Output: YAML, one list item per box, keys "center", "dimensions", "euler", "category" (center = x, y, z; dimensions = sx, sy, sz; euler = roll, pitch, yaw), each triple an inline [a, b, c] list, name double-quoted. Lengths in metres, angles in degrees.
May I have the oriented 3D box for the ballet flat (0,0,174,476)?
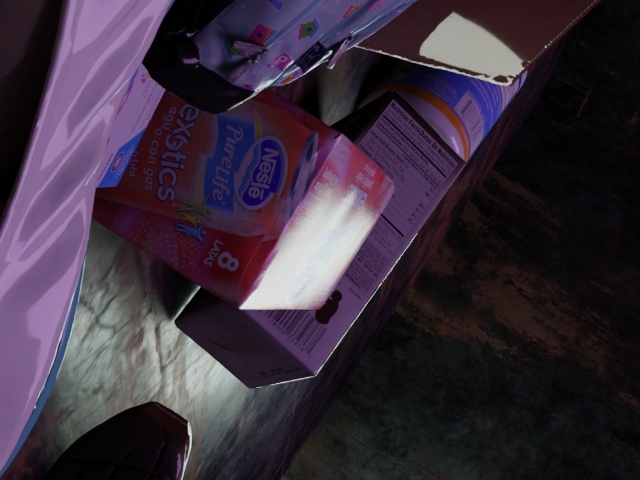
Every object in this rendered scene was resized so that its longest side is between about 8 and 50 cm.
- center: [-0.163, -0.053, 0.514]
  dimensions: [0.400, 0.139, 0.139]
  euler: [-65, 168, 10]
  category: "ballet flat"

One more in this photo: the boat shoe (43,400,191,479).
- center: [-0.219, 0.275, 1.126]
  dimensions: [0.324, 0.122, 0.120]
  euler: [-56, 177, 29]
  category: "boat shoe"

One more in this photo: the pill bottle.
- center: [0.172, -0.206, 1.441]
  dimensions: [0.272, 0.152, 0.152]
  euler: [-53, 167, -32]
  category: "pill bottle"

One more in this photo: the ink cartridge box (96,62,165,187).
- center: [-0.146, -0.077, 0.650]
  dimensions: [0.088, 0.052, 0.122]
  euler: [-61, 167, 12]
  category: "ink cartridge box"

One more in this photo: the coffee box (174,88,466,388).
- center: [0.000, 0.000, 1.176]
  dimensions: [0.297, 0.119, 0.168]
  euler: [-53, -166, -26]
  category: "coffee box"

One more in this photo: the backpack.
- center: [-0.012, -0.164, 0.586]
  dimensions: [0.182, 0.152, 0.115]
  euler: [-32, 146, 26]
  category: "backpack"

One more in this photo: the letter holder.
- center: [0.162, -0.303, 1.102]
  dimensions: [0.302, 0.214, 0.152]
  euler: [135, -38, -63]
  category: "letter holder"

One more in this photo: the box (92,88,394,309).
- center: [-0.052, -0.039, 0.897]
  dimensions: [0.142, 0.154, 0.300]
  euler: [-60, 170, 2]
  category: "box"
